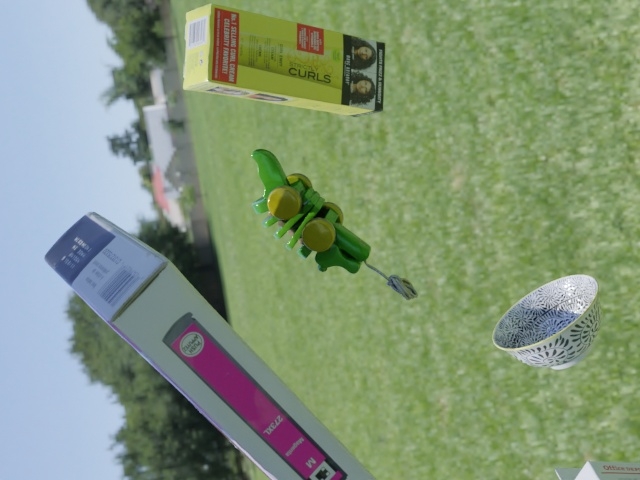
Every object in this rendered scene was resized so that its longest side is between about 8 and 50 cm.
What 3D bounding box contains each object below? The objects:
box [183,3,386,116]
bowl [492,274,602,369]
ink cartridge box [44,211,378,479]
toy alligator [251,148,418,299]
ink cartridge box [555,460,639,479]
[{"bbox_3d":[-0.035,-0.193,1.092,0.058,0.232,0.087,-1,85,54],"label":"box"},{"bbox_3d":[0.339,0.131,1.423,0.080,0.170,0.170,54,179,-13],"label":"bowl"},{"bbox_3d":[-0.058,0.134,0.810,0.371,0.069,0.175,48,168,-30],"label":"ink cartridge box"},{"bbox_3d":[0.000,0.000,0.866,0.189,0.051,0.056,43,-159,-5],"label":"toy alligator"},{"bbox_3d":[0.375,0.329,1.216,0.060,0.104,0.180,-66,30,31],"label":"ink cartridge box"}]
